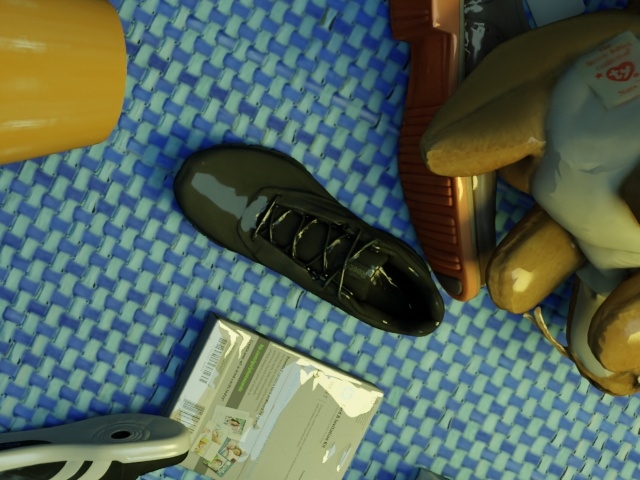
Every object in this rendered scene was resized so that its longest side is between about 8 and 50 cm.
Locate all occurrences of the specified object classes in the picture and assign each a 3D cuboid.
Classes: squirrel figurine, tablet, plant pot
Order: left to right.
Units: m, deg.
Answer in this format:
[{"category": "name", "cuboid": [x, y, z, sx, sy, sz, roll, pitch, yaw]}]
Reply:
[{"category": "plant pot", "cuboid": [-0.269, -0.144, 1.117, 0.187, 0.205, 0.205, -2, 101, -31]}, {"category": "tablet", "cuboid": [0.221, -0.250, 1.324, 0.054, 0.006, 0.083, -28, 106, -9]}, {"category": "squirrel figurine", "cuboid": [0.318, -0.050, 1.221, 0.397, 0.281, 0.370, -57, 143, -22]}]

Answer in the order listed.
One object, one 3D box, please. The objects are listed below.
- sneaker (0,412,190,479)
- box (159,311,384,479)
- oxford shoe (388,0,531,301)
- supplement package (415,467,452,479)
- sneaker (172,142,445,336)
[{"category": "sneaker", "cuboid": [-0.221, 0.232, 1.249, 0.216, 0.079, 0.121, -6, 106, 0]}, {"category": "box", "cuboid": [-0.052, 0.171, 1.307, 0.186, 0.038, 0.145, 25, 93, -17]}, {"category": "oxford shoe", "cuboid": [0.150, -0.124, 1.267, 0.132, 0.130, 0.364, -8, 102, -21]}, {"category": "supplement package", "cuboid": [0.151, 0.401, 1.321, 0.198, 0.199, 0.263, 26, 92, -18]}, {"category": "sneaker", "cuboid": [0.000, 0.000, 1.244, 0.286, 0.130, 0.109, 27, 94, -17]}]
